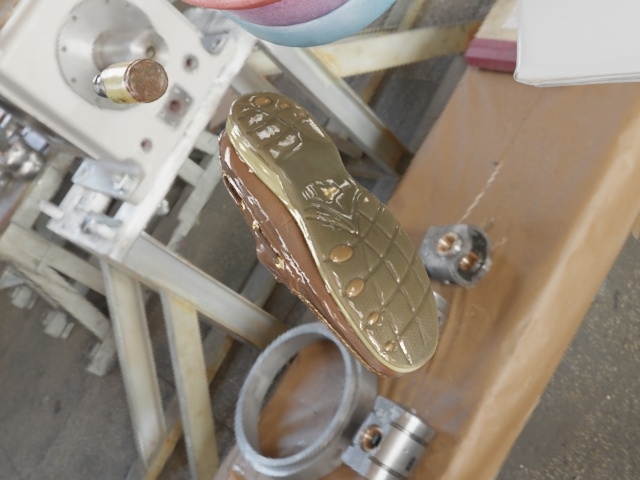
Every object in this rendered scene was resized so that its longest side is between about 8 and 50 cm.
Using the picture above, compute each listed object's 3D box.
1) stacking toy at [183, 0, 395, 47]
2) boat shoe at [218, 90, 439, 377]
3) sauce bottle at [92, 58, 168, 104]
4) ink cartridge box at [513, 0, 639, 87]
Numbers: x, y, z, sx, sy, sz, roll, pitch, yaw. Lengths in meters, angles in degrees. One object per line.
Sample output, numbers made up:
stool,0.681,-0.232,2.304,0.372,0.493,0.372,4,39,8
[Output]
stacking toy,-0.036,-0.265,0.362,0.309,0.130,0.280,42,107,16
boat shoe,0.000,0.000,0.406,0.178,0.064,0.060,56,139,19
sauce bottle,-0.187,-0.152,0.712,0.128,0.042,0.042,16,73,57
ink cartridge box,0.215,-0.242,0.366,0.130,0.271,0.310,8,107,41
